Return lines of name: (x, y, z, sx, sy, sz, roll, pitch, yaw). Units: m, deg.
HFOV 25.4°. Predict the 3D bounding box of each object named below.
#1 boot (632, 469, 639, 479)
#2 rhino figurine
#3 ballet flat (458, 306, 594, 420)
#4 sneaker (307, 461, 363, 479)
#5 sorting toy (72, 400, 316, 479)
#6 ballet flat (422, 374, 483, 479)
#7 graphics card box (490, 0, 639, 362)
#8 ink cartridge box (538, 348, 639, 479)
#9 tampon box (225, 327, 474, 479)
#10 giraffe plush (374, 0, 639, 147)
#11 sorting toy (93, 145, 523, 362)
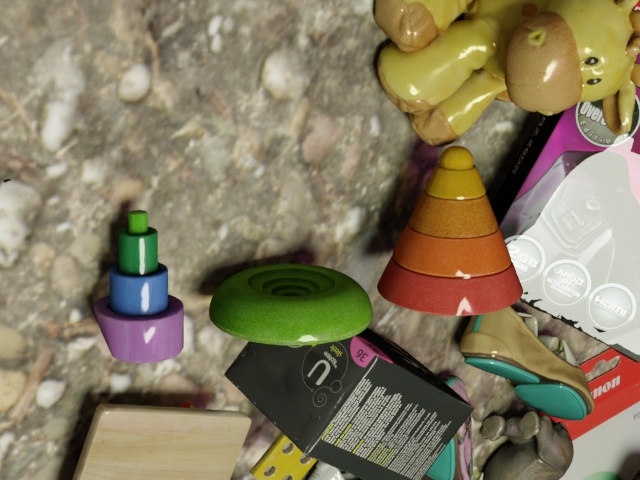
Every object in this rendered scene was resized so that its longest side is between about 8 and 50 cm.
boot: (0.374, 0.392, 1.633, 0.260, 0.131, 0.348, -48, 150, 10)
rhino figurine: (0.182, 0.281, 1.484, 0.106, 0.073, 0.243, 19, 105, -44)
ballet flat: (0.215, 0.117, 1.403, 0.232, 0.080, 0.073, 35, 62, -51)
sneaker: (0.064, 0.254, 1.340, 0.190, 0.071, 0.083, 23, 88, -30)
sorting toy: (-0.133, 0.184, 1.137, 0.274, 0.046, 0.132, 8, 112, -34)
ballet flat: (0.127, 0.224, 1.402, 0.079, 0.077, 0.221, -43, 141, -41)
graphics card box: (0.313, -0.084, 1.244, 0.233, 0.094, 0.371, 28, 101, -6)
ink cartridge box: (0.318, 0.224, 1.584, 0.181, 0.056, 0.225, -24, 133, -29)
tampon box: (0.026, 0.129, 1.198, 0.101, 0.120, 0.161, -54, 139, 2)
giraffe plush: (0.168, -0.153, 1.095, 0.210, 0.170, 0.181, -47, 138, -6)
sorting toy: (0.000, 0.000, 1.094, 0.365, 0.127, 0.126, -8, 110, -28)
